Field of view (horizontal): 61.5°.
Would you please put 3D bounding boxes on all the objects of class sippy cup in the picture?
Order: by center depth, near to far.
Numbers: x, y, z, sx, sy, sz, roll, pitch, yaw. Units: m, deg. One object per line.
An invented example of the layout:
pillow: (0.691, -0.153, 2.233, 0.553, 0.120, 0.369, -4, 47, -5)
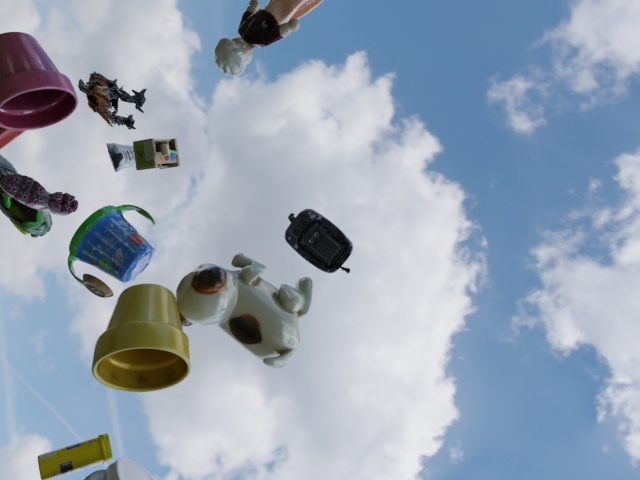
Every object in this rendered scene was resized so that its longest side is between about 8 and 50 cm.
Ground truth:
sippy cup: (-0.735, 0.029, 1.942, 0.224, 0.240, 0.305, 37, -77, 4)

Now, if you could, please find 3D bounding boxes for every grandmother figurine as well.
grandmother figurine: (-0.122, -0.533, 1.314, 0.342, 0.104, 0.208, -46, -140, -6)

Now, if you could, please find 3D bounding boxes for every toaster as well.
toaster: (0.000, 0.000, 1.554, 0.129, 0.227, 0.146, -51, -170, 5)

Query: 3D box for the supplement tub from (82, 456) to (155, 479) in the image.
supplement tub: (-0.558, 0.717, 1.305, 0.325, 0.235, 0.235, -40, -128, -9)

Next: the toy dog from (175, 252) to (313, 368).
toy dog: (-0.271, 0.224, 1.735, 0.284, 0.408, 0.395, -45, -151, 34)

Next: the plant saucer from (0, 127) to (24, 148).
plant saucer: (-1.001, -0.348, 1.495, 0.048, 0.258, 0.259, 3, -135, 53)

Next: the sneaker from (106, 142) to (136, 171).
sneaker: (-0.471, -0.209, 1.314, 0.191, 0.083, 0.071, -154, -129, -71)

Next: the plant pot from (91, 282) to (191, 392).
plant pot: (-0.492, 0.260, 1.508, 0.254, 0.254, 0.238, -46, -141, 35)

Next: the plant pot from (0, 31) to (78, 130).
plant pot: (-0.728, -0.396, 1.321, 0.201, 0.201, 0.180, -29, -96, 41)

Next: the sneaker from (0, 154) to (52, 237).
sneaker: (-0.958, -0.164, 1.645, 0.343, 0.134, 0.146, 47, -24, -11)

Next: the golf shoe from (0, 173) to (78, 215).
golf shoe: (-0.720, -0.106, 1.362, 0.086, 0.186, 0.067, -15, -121, 38)

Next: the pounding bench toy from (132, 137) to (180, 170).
pounding bench toy: (-0.280, -0.156, 0.964, 0.083, 0.065, 0.052, -1, -82, 34)

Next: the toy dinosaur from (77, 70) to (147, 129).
toy dinosaur: (-0.767, -0.496, 1.947, 0.164, 0.219, 0.321, -35, -130, 39)

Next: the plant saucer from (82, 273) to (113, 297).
plant saucer: (-0.522, 0.109, 1.252, 0.083, 0.083, 0.015, -12, -143, 45)

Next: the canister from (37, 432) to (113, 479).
canister: (-0.644, 0.572, 1.416, 0.126, 0.170, 0.073, -49, -123, 56)
